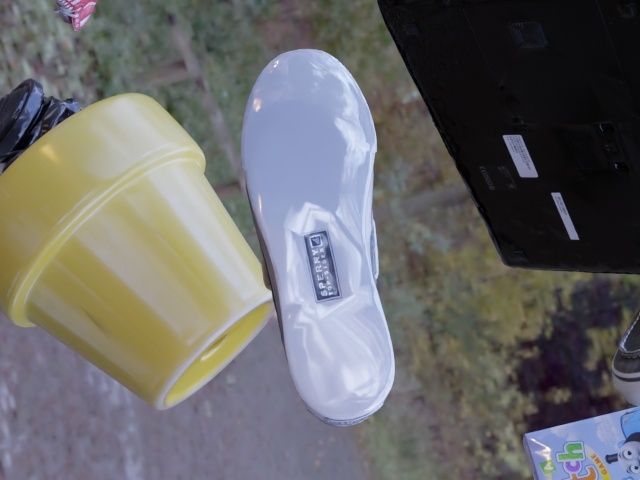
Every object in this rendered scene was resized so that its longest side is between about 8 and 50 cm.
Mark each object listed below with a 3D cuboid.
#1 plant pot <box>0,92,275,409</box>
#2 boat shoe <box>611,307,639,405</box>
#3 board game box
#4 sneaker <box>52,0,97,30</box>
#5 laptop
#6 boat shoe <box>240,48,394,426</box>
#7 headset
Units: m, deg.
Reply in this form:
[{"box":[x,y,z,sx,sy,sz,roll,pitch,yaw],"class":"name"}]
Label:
[{"box":[-0.178,0.027,1.226,0.239,0.254,0.254,46,2,10],"class":"plant pot"},{"box":[0.391,0.015,1.241,0.119,0.335,0.121,51,-15,-21],"class":"boat shoe"},{"box":[0.359,0.278,1.453,0.039,0.211,0.160,78,-2,-64],"class":"board game box"},{"box":[-0.289,-0.271,1.405,0.042,0.067,0.118,41,24,21],"class":"sneaker"},{"box":[0.210,-0.101,0.753,0.136,0.264,0.234,-59,134,-33],"class":"laptop"},{"box":[0.000,0.000,1.009,0.102,0.108,0.301,106,-26,-76],"class":"boat shoe"},{"box":[-0.319,-0.121,1.628,0.243,0.185,0.394,38,12,-1],"class":"headset"}]
